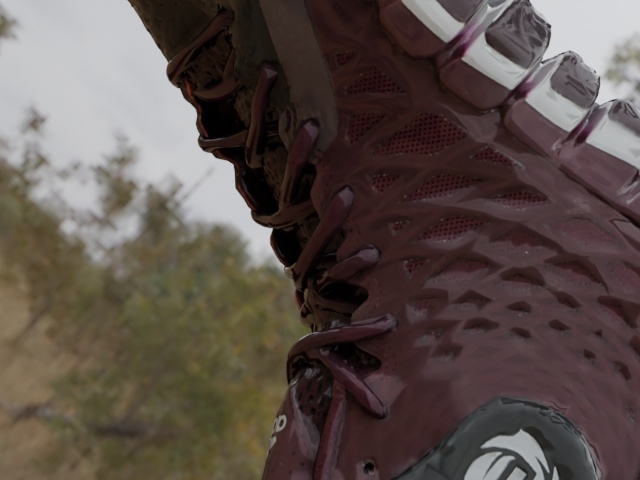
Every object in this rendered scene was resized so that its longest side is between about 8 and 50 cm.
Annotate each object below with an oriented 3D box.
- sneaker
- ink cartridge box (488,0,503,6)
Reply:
[{"bbox_3d":[0.000,0.000,0.506,0.281,0.162,0.106,37,-14,-2],"label":"sneaker"},{"bbox_3d":[0.032,-0.226,1.154,0.232,0.168,0.171,-20,-101,59],"label":"ink cartridge box"}]
